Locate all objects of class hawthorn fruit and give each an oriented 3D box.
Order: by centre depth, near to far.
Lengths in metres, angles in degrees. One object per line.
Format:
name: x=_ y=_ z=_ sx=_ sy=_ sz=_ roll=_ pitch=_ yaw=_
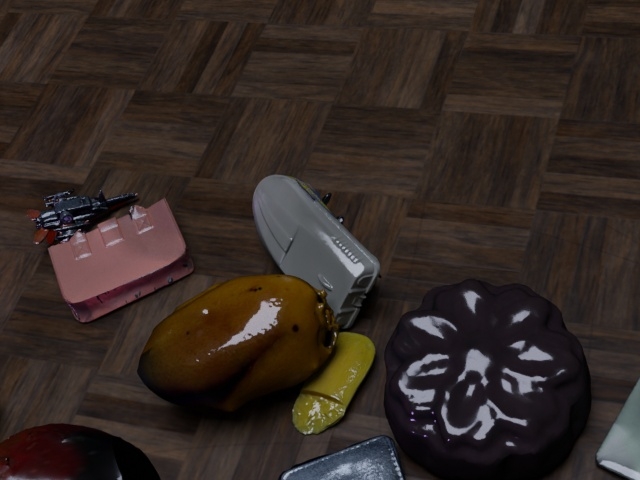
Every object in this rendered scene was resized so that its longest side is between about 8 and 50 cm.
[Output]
hawthorn fruit: x=-0.331 y=0.370 z=1.442 sx=0.316 sy=0.316 sz=0.316 roll=-8 pitch=50 yaw=10

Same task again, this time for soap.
soap: x=0.020 y=0.202 z=1.640 sx=0.089 sy=0.033 sz=0.168 roll=6 pitch=54 yaw=28

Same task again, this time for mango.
mango: x=-0.118 y=0.145 z=1.643 sx=0.287 sy=0.152 sz=0.201 roll=-23 pitch=59 yaw=6

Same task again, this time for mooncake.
mooncake: x=0.219 y=0.183 z=1.531 sx=0.283 sy=0.141 sz=0.283 roll=-7 pitch=52 yaw=10

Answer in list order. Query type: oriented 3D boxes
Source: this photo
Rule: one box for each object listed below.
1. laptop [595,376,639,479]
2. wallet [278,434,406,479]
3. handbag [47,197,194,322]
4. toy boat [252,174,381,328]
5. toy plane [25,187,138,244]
laptop: x=0.501 y=0.223 z=1.496 sx=0.188 sy=0.015 sz=0.269 roll=22 pitch=60 yaw=30
wallet: x=0.049 y=0.367 z=1.495 sx=0.167 sy=0.036 sz=0.222 roll=-21 pitch=50 yaw=-2
handbag: x=-0.324 y=0.028 z=1.866 sx=0.212 sy=0.059 sz=0.157 roll=-24 pitch=50 yaw=-7
toy boat: x=-0.002 y=0.004 z=1.750 sx=0.141 sy=0.141 sz=0.269 roll=-27 pitch=49 yaw=-7
toy plane: x=-0.404 y=-0.054 z=1.954 sx=0.189 sy=0.061 sz=0.130 roll=-24 pitch=48 yaw=-4
